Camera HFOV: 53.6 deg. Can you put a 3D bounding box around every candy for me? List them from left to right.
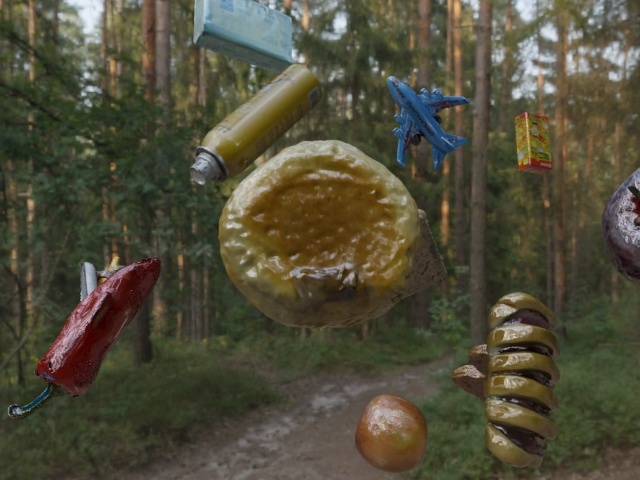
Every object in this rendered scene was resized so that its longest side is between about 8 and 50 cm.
[{"bbox_3d":[0.446,-0.204,1.331,0.062,0.122,0.038,6,-15,-26],"label":"candy"}]

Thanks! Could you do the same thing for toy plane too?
[{"bbox_3d":[0.264,-0.321,1.664,0.254,0.271,0.105,-44,7,-8],"label":"toy plane"}]

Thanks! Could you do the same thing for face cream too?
[{"bbox_3d":[-0.138,-0.234,1.313,0.105,0.105,0.348,1,41,49],"label":"face cream"}]

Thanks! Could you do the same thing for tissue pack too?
[{"bbox_3d":[-0.207,-0.565,1.705,0.263,0.177,0.089,12,-27,-31],"label":"tissue pack"}]

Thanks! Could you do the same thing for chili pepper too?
[{"bbox_3d":[-0.430,0.177,1.196,0.110,0.387,0.110,24,-26,13],"label":"chili pepper"}]

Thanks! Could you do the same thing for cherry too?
[{"bbox_3d":[0.452,-0.025,0.774,0.195,0.195,0.195,-3,3,0],"label":"cherry"}]

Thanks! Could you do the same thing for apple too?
[{"bbox_3d":[0.236,0.619,2.023,0.253,0.253,0.253,-3,3,0],"label":"apple"}]

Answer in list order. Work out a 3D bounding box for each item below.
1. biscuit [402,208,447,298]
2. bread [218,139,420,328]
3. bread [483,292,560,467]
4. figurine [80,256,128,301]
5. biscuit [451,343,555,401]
[{"bbox_3d":[0.150,0.048,1.356,0.217,0.044,0.325,-23,-32,9],"label":"biscuit"},{"bbox_3d":[0.000,0.000,0.781,0.244,0.244,0.134,-4,-8,-12],"label":"bread"},{"bbox_3d":[0.274,0.188,0.845,0.081,0.225,0.134,-8,-27,34],"label":"bread"},{"bbox_3d":[-0.461,0.136,1.424,0.141,0.166,0.250,-1,33,-24],"label":"figurine"},{"bbox_3d":[0.455,0.347,1.660,0.262,0.052,0.277,27,-33,-16],"label":"biscuit"}]
